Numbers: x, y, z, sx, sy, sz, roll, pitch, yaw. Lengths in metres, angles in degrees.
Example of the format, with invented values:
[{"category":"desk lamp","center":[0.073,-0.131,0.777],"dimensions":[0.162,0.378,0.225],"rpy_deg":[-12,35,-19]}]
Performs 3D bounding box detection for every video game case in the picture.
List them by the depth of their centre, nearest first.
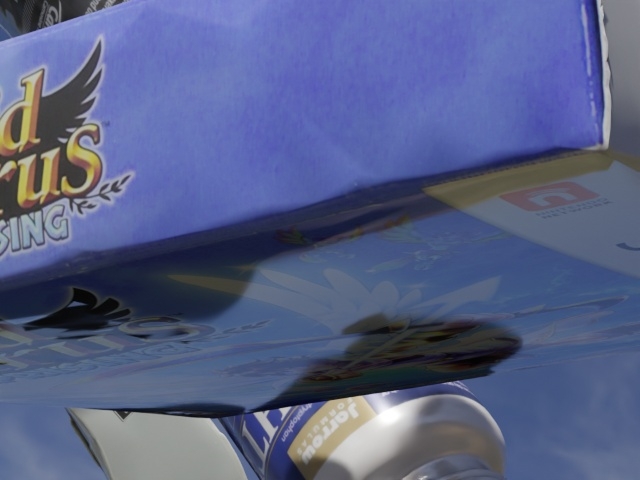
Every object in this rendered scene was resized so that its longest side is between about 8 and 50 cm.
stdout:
[{"category":"video game case","center":[0.000,0.000,0.472],"dimensions":[0.269,0.061,0.244],"rpy_deg":[-12,-15,31]}]

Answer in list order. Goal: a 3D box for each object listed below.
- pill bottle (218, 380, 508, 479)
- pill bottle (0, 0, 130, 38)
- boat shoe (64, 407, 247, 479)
[{"category":"pill bottle","center":[0.026,0.103,0.861],"dimensions":[0.187,0.112,0.112],"rpy_deg":[49,-14,43]},{"category":"pill bottle","center":[-0.028,-0.071,0.685],"dimensions":[0.246,0.130,0.130],"rpy_deg":[47,-30,22]},{"category":"boat shoe","center":[-0.113,0.109,1.076],"dimensions":[0.219,0.077,0.070],"rpy_deg":[54,-3,2]}]
